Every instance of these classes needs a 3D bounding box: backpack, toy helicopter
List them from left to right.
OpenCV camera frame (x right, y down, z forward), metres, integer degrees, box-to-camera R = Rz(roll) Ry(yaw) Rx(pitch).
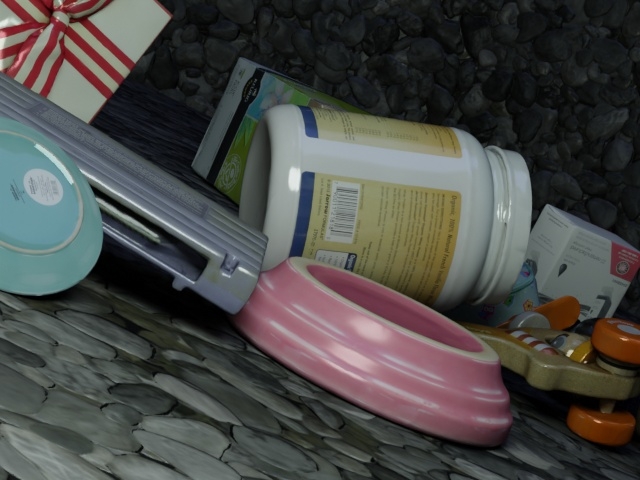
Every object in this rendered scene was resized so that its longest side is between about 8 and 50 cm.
[{"bbox_3d":[0.218,0.066,2.125,0.166,0.144,0.188,-11,24,-6],"label":"backpack"},{"bbox_3d":[0.237,0.127,1.927,0.355,0.140,0.235,12,16,-7],"label":"toy helicopter"}]

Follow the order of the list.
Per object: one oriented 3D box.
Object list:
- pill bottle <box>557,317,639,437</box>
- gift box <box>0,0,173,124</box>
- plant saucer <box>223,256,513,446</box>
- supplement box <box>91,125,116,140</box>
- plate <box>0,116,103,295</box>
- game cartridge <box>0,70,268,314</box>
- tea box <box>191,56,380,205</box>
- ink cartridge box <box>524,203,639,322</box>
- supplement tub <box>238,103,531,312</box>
[{"bbox_3d":[0.392,0.177,2.059,0.219,0.123,0.123,27,7,38],"label":"pill bottle"},{"bbox_3d":[-0.374,-0.260,1.842,0.276,0.255,0.258,38,-15,-28],"label":"gift box"},{"bbox_3d":[0.062,0.106,1.632,0.332,0.084,0.332,25,7,-3],"label":"plant saucer"},{"bbox_3d":[-0.342,-0.135,2.100,0.083,0.056,0.083,28,8,21],"label":"supplement box"},{"bbox_3d":[-0.269,-0.038,1.344,0.188,0.024,0.188,23,46,-26],"label":"plate"},{"bbox_3d":[-0.217,-0.055,1.540,0.355,0.068,0.230,32,5,-5],"label":"game cartridge"},{"bbox_3d":[0.018,-0.118,2.549,0.329,0.220,0.323,20,8,-32],"label":"tea box"},{"bbox_3d":[0.365,0.078,2.319,0.158,0.218,0.092,21,14,-31],"label":"ink cartridge box"},{"bbox_3d":[0.073,-0.034,1.847,0.316,0.228,0.228,8,11,-13],"label":"supplement tub"}]
